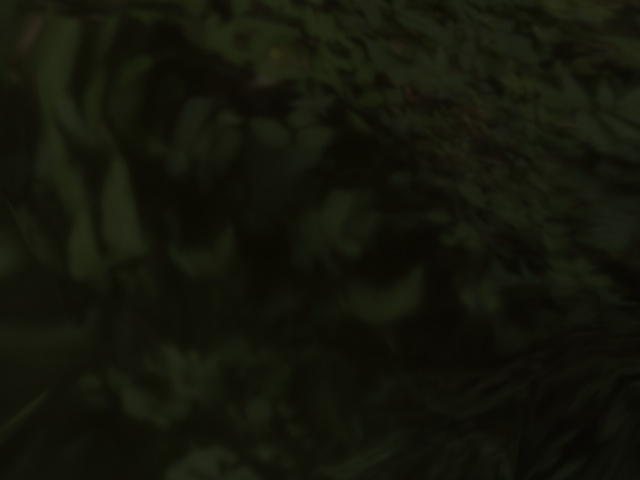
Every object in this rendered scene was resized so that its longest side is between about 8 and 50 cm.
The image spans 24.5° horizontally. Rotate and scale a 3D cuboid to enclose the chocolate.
[{"bbox_3d":[0.000,0.000,0.620,0.314,0.326,0.297,47,175,6],"label":"chocolate"}]
